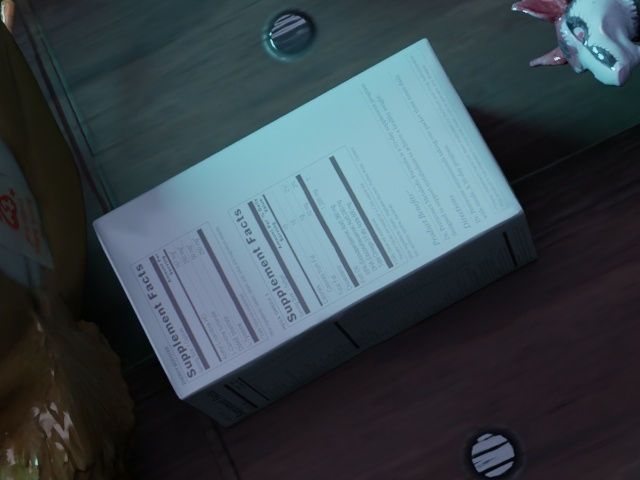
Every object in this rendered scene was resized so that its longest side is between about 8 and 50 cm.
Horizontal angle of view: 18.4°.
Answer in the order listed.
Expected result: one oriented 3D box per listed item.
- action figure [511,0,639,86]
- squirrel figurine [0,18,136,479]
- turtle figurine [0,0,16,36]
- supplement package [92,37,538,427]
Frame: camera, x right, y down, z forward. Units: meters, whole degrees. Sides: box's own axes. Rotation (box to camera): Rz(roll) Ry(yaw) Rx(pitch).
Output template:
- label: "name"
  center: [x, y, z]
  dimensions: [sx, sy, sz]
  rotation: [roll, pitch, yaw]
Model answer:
- label: "action figure"
  center: [0.303, -0.171, 1.221]
  dimensions: [0.370, 0.248, 0.276]
  rotation: [-2, 74, 7]
- label: "squirrel figurine"
  center: [-0.321, 0.090, 1.212]
  dimensions: [0.370, 0.281, 0.397]
  rotation: [-27, 98, 20]
- label: "turtle figurine"
  center: [-0.336, -0.166, 1.422]
  dimensions: [0.217, 0.087, 0.269]
  rotation: [-19, 58, -8]
- label: "supplement package"
  center: [0.000, 0.000, 1.288]
  dimensions: [0.244, 0.139, 0.134]
  rotation: [-28, 74, 2]
